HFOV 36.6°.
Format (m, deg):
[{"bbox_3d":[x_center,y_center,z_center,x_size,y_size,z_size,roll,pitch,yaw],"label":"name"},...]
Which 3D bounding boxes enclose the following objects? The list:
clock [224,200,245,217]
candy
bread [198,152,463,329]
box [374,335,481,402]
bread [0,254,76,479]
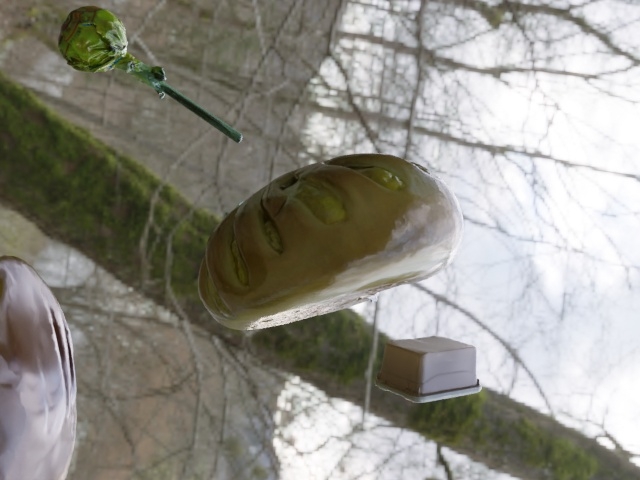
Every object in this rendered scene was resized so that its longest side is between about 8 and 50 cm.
[{"bbox_3d":[-0.098,-0.038,1.594,0.135,0.101,0.041,-59,158,-69],"label":"clock"},{"bbox_3d":[-0.208,-0.200,1.218,0.077,0.262,0.073,-45,-161,34],"label":"candy"},{"bbox_3d":[0.000,0.000,1.103,0.333,0.333,0.160,125,-52,-77],"label":"bread"},{"bbox_3d":[0.139,0.160,1.227,0.089,0.122,0.062,13,-79,51],"label":"box"},{"bbox_3d":[-0.349,0.153,0.901,0.250,0.225,0.279,61,27,-79],"label":"bread"}]
